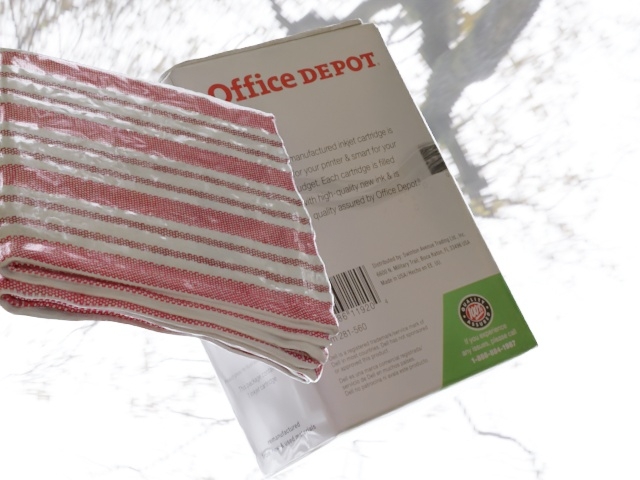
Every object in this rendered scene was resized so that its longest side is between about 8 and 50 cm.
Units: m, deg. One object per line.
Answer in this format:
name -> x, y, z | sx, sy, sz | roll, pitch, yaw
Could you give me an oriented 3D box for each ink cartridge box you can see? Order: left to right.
ink cartridge box -> 0.000, 0.000, 0.945 | 0.160, 0.092, 0.219 | -18, -103, -38

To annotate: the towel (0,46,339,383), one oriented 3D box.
towel -> -0.075, -0.018, 0.721 | 0.144, 0.197, 0.029 | 14, -61, -20
